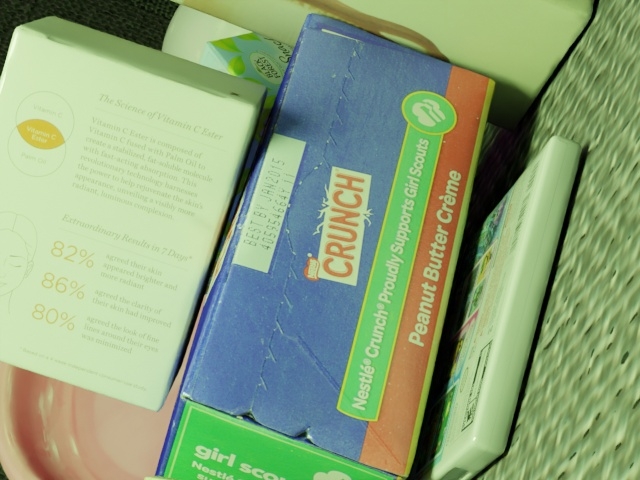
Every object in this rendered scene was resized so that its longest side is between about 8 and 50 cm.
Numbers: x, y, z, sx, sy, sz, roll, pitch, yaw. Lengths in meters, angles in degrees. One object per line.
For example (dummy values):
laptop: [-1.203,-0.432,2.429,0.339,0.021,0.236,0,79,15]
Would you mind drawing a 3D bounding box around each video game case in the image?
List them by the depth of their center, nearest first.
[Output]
video game case: [0.078,0.046,0.870,0.143,0.019,0.157,120,168,-66]

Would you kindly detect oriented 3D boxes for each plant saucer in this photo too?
plant saucer: [-0.107,0.090,1.448,0.332,0.084,0.332,-19,49,23]

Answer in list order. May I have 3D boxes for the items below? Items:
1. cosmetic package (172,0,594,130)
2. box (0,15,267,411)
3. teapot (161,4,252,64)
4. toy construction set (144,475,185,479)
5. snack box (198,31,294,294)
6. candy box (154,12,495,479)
cosmetic package: [0.007,-0.197,1.010,0.129,0.296,0.153,118,173,-59]
box: [-0.115,-0.017,0.963,0.091,0.130,0.170,-76,5,-79]
teapot: [-0.031,-0.166,1.871,0.252,0.256,0.187,-49,40,7]
toy construction set: [-0.111,0.285,0.825,0.215,0.151,0.327,-24,61,25]
snack box: [0.000,-0.064,1.187,0.207,0.070,0.174,-17,-34,-36]
candy box: [-0.015,0.081,1.024,0.317,0.122,0.268,107,180,-52]
